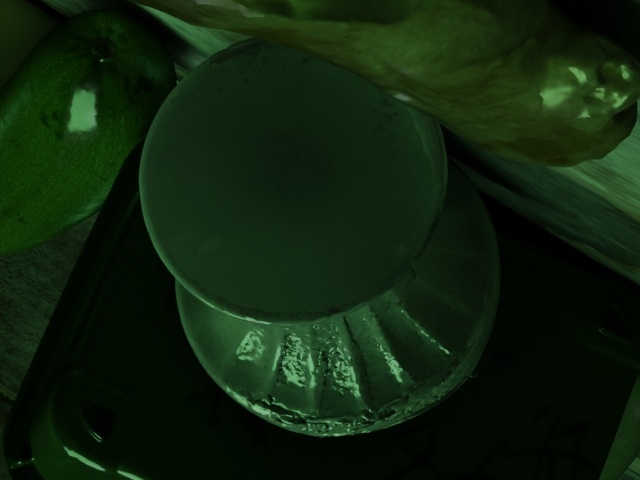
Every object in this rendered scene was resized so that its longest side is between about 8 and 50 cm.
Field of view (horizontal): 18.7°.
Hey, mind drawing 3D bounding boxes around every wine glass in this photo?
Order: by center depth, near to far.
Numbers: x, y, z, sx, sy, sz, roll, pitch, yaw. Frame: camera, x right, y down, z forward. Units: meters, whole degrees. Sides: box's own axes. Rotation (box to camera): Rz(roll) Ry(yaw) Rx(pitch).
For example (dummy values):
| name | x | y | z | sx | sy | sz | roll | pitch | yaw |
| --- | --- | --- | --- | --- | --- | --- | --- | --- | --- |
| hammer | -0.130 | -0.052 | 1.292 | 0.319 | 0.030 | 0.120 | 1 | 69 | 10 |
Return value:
| name | x | y | z | sx | sy | sz | roll | pitch | yaw |
| --- | --- | --- | --- | --- | --- | --- | --- | --- | --- |
| wine glass | 0.000 | 0.000 | 0.887 | 0.165 | 0.165 | 0.196 | 30 | 172 | 12 |

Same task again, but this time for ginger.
| name | x | y | z | sx | sy | sz | roll | pitch | yaw |
| --- | --- | --- | --- | --- | --- | --- | --- | --- | --- |
| ginger | -0.022 | -0.084 | 0.515 | 0.294 | 0.086 | 0.131 | 28 | 157 | -33 |

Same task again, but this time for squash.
| name | x | y | z | sx | sy | sz | roll | pitch | yaw |
| --- | --- | --- | --- | --- | --- | --- | --- | --- | --- |
| squash | -0.179 | -0.062 | 1.290 | 0.107 | 0.107 | 0.395 | 32 | 154 | -14 |

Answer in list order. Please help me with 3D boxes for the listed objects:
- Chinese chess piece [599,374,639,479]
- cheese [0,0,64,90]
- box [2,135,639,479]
| name | x | y | z | sx | sy | sz | roll | pitch | yaw |
| --- | --- | --- | --- | --- | --- | --- | --- | --- | --- |
| Chinese chess piece | 0.129 | 0.091 | 1.450 | 0.250 | 0.101 | 0.250 | 31 | 176 | 2 |
| cheese | -0.241 | -0.120 | 1.621 | 0.384 | 0.104 | 0.384 | 31 | 177 | 2 |
| box | 0.008 | 0.082 | 1.074 | 0.328 | 0.253 | 0.178 | 23 | 168 | -1 |
